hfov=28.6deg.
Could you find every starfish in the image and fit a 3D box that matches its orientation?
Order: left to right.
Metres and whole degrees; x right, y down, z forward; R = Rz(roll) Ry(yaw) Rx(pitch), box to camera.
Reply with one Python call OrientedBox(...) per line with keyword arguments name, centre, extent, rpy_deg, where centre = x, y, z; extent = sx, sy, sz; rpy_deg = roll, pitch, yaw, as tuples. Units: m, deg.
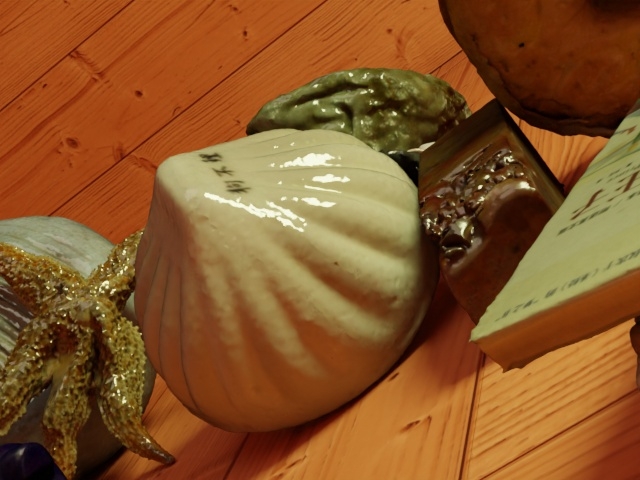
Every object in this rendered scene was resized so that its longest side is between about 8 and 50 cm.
OrientedBox(name="starfish", centre=(-0.254, 0.108, 1.196), extent=(0.301, 0.294, 0.084), rpy_deg=(-3, -28, 10))

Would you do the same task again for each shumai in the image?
OrientedBox(name="shumai", centre=(0.055, -0.061, 1.405), extent=(0.271, 0.204, 0.222), rpy_deg=(-13, -22, -1))

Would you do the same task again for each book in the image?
OrientedBox(name="book", centre=(0.194, -0.061, 0.527), extent=(0.201, 0.026, 0.289), rpy_deg=(-29, 12, 42))

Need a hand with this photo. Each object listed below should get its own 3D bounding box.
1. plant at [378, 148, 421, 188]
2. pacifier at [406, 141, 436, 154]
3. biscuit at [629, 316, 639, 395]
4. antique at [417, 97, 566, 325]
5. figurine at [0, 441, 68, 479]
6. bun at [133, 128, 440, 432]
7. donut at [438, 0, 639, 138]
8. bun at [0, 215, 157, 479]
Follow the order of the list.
OrientedBox(name="plant", centre=(0.000, 0.000, 1.179), extent=(0.256, 0.142, 0.164), rpy_deg=(-28, 14, 37))
OrientedBox(name="pacifier", centre=(0.128, -0.063, 1.295), extent=(0.099, 0.081, 0.078), rpy_deg=(-12, 52, 21))
OrientedBox(name="biscuit", centre=(0.224, -0.034, 0.617), extent=(0.144, 0.078, 0.426), rpy_deg=(-35, 8, 25))
OrientedBox(name="antique", centre=(0.130, -0.024, 0.914), extent=(0.087, 0.093, 0.310), rpy_deg=(-36, 9, 13))
OrientedBox(name="figurine", centre=(-0.356, 0.265, 1.062), extent=(0.421, 0.193, 0.154), rpy_deg=(-36, 10, 47))
OrientedBox(name="bun", centre=(-0.055, 0.002, 0.963), extent=(0.263, 0.175, 0.263), rpy_deg=(-22, 44, 24))
OrientedBox(name="donut", centre=(0.242, -0.224, 0.931), extent=(0.150, 0.299, 0.317), rpy_deg=(-82, 11, -63))
OrientedBox(name="bun", centre=(-0.344, 0.146, 1.371), extent=(0.362, 0.362, 0.211), rpy_deg=(-41, -35, -23))
